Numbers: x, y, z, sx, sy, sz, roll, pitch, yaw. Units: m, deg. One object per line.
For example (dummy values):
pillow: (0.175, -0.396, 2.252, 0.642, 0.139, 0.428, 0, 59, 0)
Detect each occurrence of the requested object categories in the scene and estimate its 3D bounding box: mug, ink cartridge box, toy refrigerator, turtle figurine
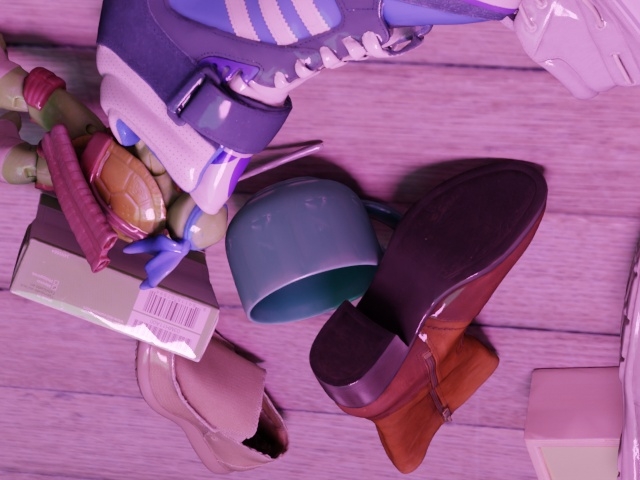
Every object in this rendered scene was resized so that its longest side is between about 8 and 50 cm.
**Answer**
mug: (-0.009, 0.004, 1.739, 0.129, 0.097, 0.157, -32, 159, 34)
ink cartridge box: (-0.180, 0.028, 1.737, 0.171, 0.056, 0.235, 21, -174, -10)
toy refrigerator: (0.336, 0.184, 1.874, 0.269, 0.094, 0.102, -3, 139, 19)
turtle figurine: (-0.154, -0.098, 1.660, 0.266, 0.275, 0.198, 21, 169, 23)

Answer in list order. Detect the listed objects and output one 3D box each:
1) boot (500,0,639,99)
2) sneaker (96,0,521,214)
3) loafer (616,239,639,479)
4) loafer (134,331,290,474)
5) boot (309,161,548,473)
boot: (0.173, -0.193, 1.445, 0.123, 0.095, 0.258, -22, 132, 28)
sneaker: (-0.017, -0.125, 1.451, 0.322, 0.130, 0.236, 16, 103, 22)
loafer: (0.318, 0.128, 1.740, 0.111, 0.112, 0.319, 3, 117, 12)
loafer: (-0.102, 0.143, 1.955, 0.092, 0.102, 0.268, -4, 148, 19)
boot: (0.128, 0.078, 1.769, 0.096, 0.264, 0.280, 34, 173, 27)
